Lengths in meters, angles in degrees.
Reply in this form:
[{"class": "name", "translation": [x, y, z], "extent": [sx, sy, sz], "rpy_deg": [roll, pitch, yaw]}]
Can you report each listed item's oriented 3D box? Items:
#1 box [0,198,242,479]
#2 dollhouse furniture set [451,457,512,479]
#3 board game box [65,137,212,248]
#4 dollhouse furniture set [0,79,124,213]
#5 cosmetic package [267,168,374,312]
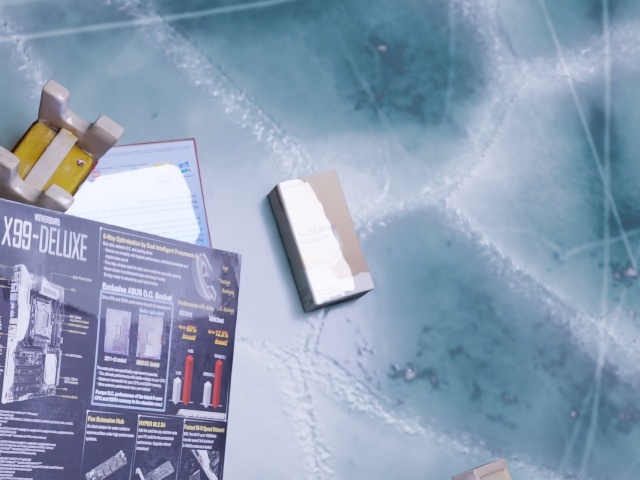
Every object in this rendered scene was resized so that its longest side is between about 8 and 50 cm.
[{"class": "box", "translation": [-0.186, 0.108, 1.318], "extent": [0.307, 0.076, 0.243], "rpy_deg": [13, 79, -55]}, {"class": "dollhouse furniture set", "translation": [0.183, 0.279, 1.502], "extent": [0.161, 0.101, 0.182], "rpy_deg": [-12, 79, -43]}, {"class": "board game box", "translation": [-0.234, -0.003, 1.468], "extent": [0.281, 0.027, 0.145], "rpy_deg": [-6, 78, -17]}, {"class": "dollhouse furniture set", "translation": [-0.348, 0.010, 1.364], "extent": [0.201, 0.152, 0.374], "rpy_deg": [35, 54, -5]}, {"class": "cosmetic package", "translation": [0.000, 0.000, 1.525], "extent": [0.060, 0.041, 0.115], "rpy_deg": [-17, 82, -18]}]
